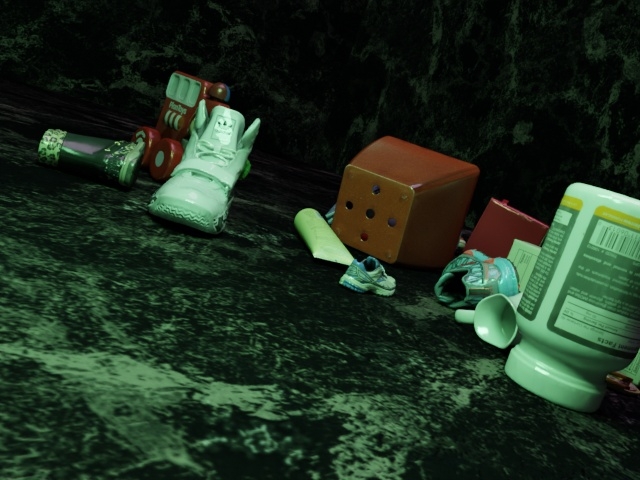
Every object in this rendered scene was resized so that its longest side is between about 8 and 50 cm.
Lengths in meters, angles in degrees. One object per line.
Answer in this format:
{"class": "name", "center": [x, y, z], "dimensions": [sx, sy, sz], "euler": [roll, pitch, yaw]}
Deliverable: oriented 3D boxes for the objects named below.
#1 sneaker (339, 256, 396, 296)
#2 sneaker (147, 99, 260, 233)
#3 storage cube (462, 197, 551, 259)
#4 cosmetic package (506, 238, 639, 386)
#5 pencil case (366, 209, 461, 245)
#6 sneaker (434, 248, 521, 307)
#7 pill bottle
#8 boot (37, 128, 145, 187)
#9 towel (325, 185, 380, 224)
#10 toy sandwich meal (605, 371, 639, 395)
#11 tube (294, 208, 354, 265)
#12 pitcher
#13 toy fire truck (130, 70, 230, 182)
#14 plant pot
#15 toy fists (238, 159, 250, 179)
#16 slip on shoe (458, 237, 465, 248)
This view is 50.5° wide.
{"class": "sneaker", "center": [0.091, 0.059, 1.149], "dimensions": [0.052, 0.058, 0.135], "euler": [26, 10, 37]}
{"class": "sneaker", "center": [-0.206, -0.142, 1.233], "dimensions": [0.138, 0.210, 0.366], "euler": [18, 9, -6]}
{"class": "storage cube", "center": [0.581, -0.003, 2.109], "dimensions": [0.193, 0.214, 0.184], "euler": [29, 11, 17]}
{"class": "cosmetic package", "center": [0.486, 0.128, 1.259], "dimensions": [0.113, 0.160, 0.309], "euler": [11, 13, -47]}
{"class": "pencil case", "center": [0.259, -0.041, 1.906], "dimensions": [0.273, 0.124, 0.114], "euler": [27, 11, 35]}
{"class": "sneaker", "center": [0.266, 0.073, 1.278], "dimensions": [0.125, 0.104, 0.262], "euler": [-8, -1, -11]}
{"class": "pill bottle", "center": [0.360, 0.075, 0.910], "dimensions": [0.162, 0.278, 0.162], "euler": [19, 9, -3]}
{"class": "boot", "center": [-0.441, -0.171, 1.328], "dimensions": [0.179, 0.085, 0.236], "euler": [15, 10, -15]}
{"class": "towel", "center": [0.134, -0.128, 1.947], "dimensions": [0.040, 0.243, 0.336], "euler": [60, 9, -4]}
{"class": "toy sandwich meal", "center": [0.474, 0.219, 1.087], "dimensions": [0.086, 0.029, 0.085], "euler": [19, 9, -3]}
{"class": "tube", "center": [0.000, 0.000, 1.343], "dimensions": [0.070, 0.062, 0.240], "euler": [-26, 24, -5]}
{"class": "pitcher", "center": [0.345, 0.130, 1.120], "dimensions": [0.207, 0.125, 0.178], "euler": [3, 0, -24]}
{"class": "toy fire truck", "center": [-0.306, -0.260, 1.596], "dimensions": [0.169, 0.253, 0.302], "euler": [11, 12, -41]}
{"class": "plant pot", "center": [0.173, -0.078, 1.580], "dimensions": [0.267, 0.267, 0.236], "euler": [24, 21, 28]}
{"class": "toy fists", "center": [-0.342, -0.240, 1.936], "dimensions": [0.279, 0.096, 0.142], "euler": [22, -1, 23]}
{"class": "slip on shoe", "center": [0.346, -0.052, 2.230], "dimensions": [0.123, 0.101, 0.331], "euler": [14, 11, -40]}
